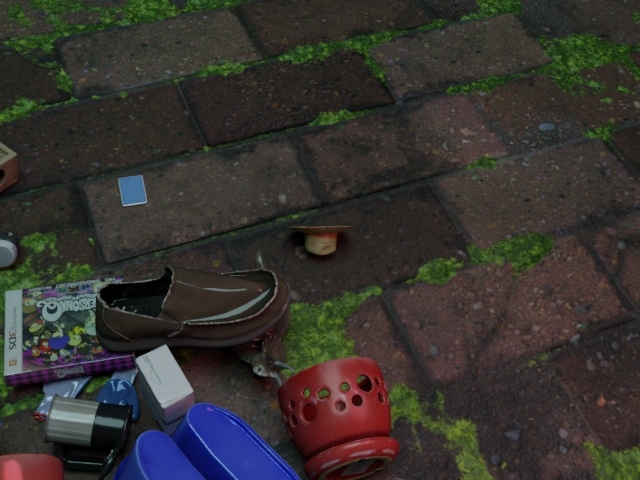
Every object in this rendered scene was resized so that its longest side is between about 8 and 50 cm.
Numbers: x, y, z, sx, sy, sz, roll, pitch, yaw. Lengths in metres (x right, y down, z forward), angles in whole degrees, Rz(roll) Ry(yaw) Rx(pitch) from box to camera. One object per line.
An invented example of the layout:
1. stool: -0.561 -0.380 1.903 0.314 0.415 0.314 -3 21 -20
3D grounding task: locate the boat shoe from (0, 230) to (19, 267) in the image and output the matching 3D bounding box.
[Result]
1. boat shoe: -0.722 0.007 1.659 0.228 0.080 0.076 -1 35 -4

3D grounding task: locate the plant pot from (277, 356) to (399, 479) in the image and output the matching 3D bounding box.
1. plant pot: 0.033 0.318 1.434 0.191 0.191 0.174 -8 59 -12

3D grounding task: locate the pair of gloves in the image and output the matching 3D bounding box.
1. pair of gloves: -0.419 0.278 1.516 0.198 0.023 0.159 14 54 6

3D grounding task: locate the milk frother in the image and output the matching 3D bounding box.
1. milk frother: -0.396 0.333 1.385 0.134 0.143 0.129 9 82 -5

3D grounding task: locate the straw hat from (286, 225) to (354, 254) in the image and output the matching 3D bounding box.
1. straw hat: 0.000 0.000 1.748 0.144 0.144 0.061 0 91 -7

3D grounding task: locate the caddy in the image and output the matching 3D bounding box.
1. caddy: -0.180 0.434 1.330 0.341 0.179 0.241 40 36 23

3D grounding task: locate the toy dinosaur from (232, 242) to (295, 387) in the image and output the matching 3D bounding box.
1. toy dinosaur: -0.123 0.154 1.607 0.160 0.121 0.314 17 47 -8

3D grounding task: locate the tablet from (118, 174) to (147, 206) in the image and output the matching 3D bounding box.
1. tablet: -0.415 -0.110 1.823 0.054 0.006 0.083 -9 53 -13

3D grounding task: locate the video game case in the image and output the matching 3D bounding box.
1. video game case: -0.477 0.166 1.564 0.232 0.042 0.210 -7 45 -13

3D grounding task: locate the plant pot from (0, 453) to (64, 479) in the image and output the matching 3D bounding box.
1. plant pot: -0.499 0.480 1.220 0.274 0.275 0.243 -13 66 -16

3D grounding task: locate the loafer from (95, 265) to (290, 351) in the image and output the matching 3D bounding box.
1. loafer: -0.236 0.115 1.479 0.365 0.130 0.134 -11 46 -1

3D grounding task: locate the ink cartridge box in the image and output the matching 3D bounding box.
1. ink cartridge box: -0.271 0.271 1.455 0.063 0.150 0.109 -25 59 -23

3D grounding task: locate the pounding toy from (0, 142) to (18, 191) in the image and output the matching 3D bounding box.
1. pounding toy: -0.737 -0.118 1.730 0.181 0.094 0.206 33 48 12
